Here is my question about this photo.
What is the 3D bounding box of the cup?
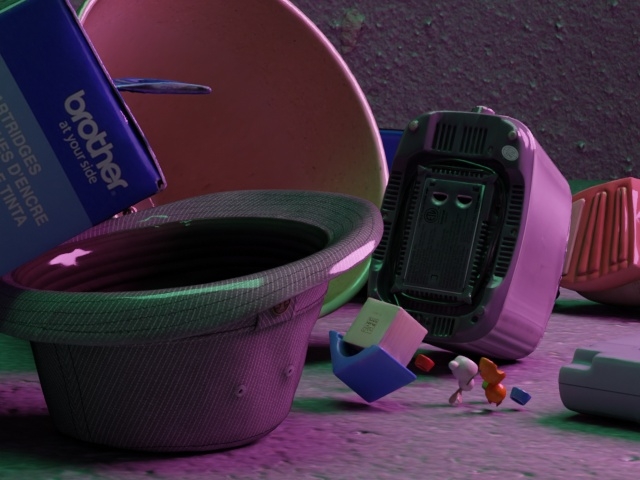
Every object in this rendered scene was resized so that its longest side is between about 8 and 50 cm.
[{"bbox_3d":[-0.139,-0.047,1.477,0.331,0.331,0.237,-3,-19,-43],"label":"cup"}]

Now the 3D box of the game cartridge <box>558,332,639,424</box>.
[{"bbox_3d":[0.328,0.101,1.254,0.196,0.060,0.294,2,4,36],"label":"game cartridge"}]

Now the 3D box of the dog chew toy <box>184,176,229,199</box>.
[{"bbox_3d":[-0.116,-0.032,1.767,0.206,0.207,0.332,-1,-2,-34],"label":"dog chew toy"}]

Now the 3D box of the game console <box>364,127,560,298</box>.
[{"bbox_3d":[0.083,-0.032,1.834,0.293,0.173,0.250,9,5,45],"label":"game console"}]

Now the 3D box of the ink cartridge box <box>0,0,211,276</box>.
[{"bbox_3d":[-0.270,-0.042,1.107,0.395,0.151,0.270,-31,14,-10],"label":"ink cartridge box"}]

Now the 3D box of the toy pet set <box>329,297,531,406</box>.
[{"bbox_3d":[0.066,0.100,1.232,0.114,0.065,0.122,41,-16,-34],"label":"toy pet set"}]

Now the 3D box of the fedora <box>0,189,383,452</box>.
[{"bbox_3d":[-0.084,0.059,1.107,0.243,0.124,0.275,2,16,31],"label":"fedora"}]

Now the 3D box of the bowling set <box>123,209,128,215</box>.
[{"bbox_3d":[-0.284,0.004,1.720,0.287,0.154,0.200,3,-13,20],"label":"bowling set"}]

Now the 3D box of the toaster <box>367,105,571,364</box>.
[{"bbox_3d":[0.127,0.010,1.410,0.129,0.227,0.146,6,-10,29],"label":"toaster"}]

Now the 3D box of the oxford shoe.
[{"bbox_3d":[0.420,-0.009,1.709,0.397,0.140,0.146,-8,-28,40],"label":"oxford shoe"}]
